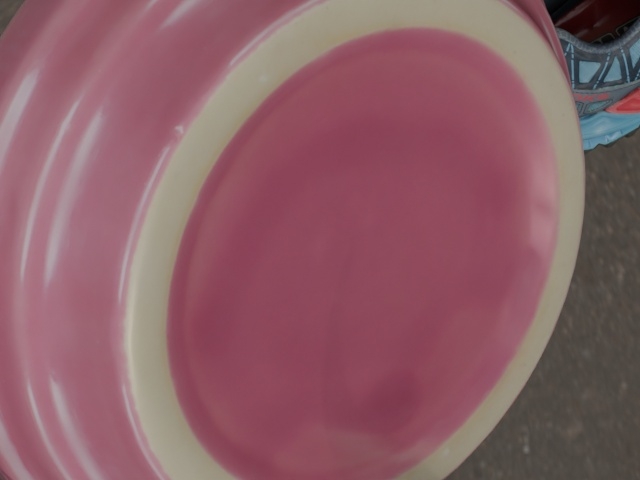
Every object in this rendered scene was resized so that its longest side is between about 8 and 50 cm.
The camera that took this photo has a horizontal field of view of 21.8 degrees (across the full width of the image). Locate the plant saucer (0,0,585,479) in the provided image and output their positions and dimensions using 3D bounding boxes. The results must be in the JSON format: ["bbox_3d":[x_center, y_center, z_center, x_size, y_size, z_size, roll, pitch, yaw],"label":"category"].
[{"bbox_3d":[0.000,0.000,0.723,0.332,0.084,0.332,-17,118,-35],"label":"plant saucer"}]

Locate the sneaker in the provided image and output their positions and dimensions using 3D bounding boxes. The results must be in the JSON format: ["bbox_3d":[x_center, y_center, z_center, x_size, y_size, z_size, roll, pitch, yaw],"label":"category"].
[{"bbox_3d":[0.219,-0.154,0.986,0.262,0.104,0.125,-34,145,-9],"label":"sneaker"}]
